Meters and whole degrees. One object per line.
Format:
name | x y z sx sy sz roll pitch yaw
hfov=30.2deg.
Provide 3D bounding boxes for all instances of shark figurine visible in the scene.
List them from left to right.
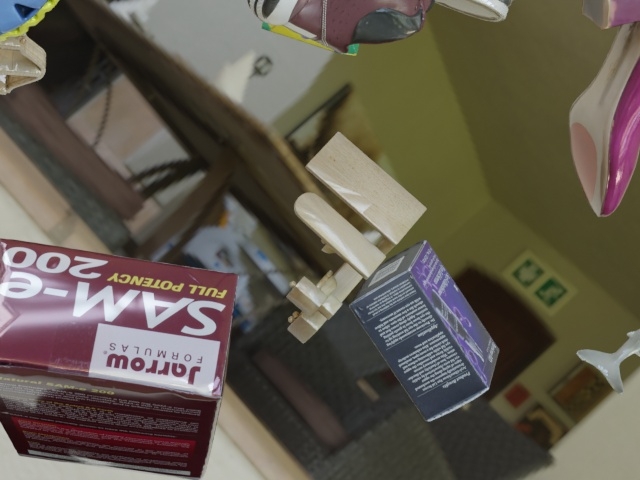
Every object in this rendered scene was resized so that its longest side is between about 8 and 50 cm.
shark figurine | 0.550 0.126 1.881 0.116 0.278 0.166 61 24 -19

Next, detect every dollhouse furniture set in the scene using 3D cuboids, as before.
dollhouse furniture set | 0.000 0.000 1.268 0.123 0.144 0.151 42 -28 0

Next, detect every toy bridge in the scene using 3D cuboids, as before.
toy bridge | -0.322 -0.188 1.251 0.188 0.063 0.026 156 -65 -69

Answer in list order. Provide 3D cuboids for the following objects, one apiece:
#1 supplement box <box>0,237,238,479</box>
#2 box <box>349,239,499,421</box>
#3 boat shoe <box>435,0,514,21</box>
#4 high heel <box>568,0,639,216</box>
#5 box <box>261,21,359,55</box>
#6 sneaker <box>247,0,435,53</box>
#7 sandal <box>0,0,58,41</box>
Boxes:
supplement box | -0.123 0.081 0.706 0.130 0.073 0.239 9 -21 -5
box | 0.152 0.126 1.694 0.207 0.108 0.153 55 21 -7
boat shoe | 0.081 -0.360 1.385 0.335 0.095 0.112 22 -3 -6
high heel | 0.417 -0.194 1.484 0.127 0.181 0.377 -112 -167 -47
box | -0.015 -0.332 1.671 0.179 0.105 0.043 24 18 39
sneaker | 0.071 -0.284 1.058 0.162 0.281 0.106 27 26 -38
sandal | -0.370 -0.227 1.096 0.126 0.317 0.138 65 16 0
